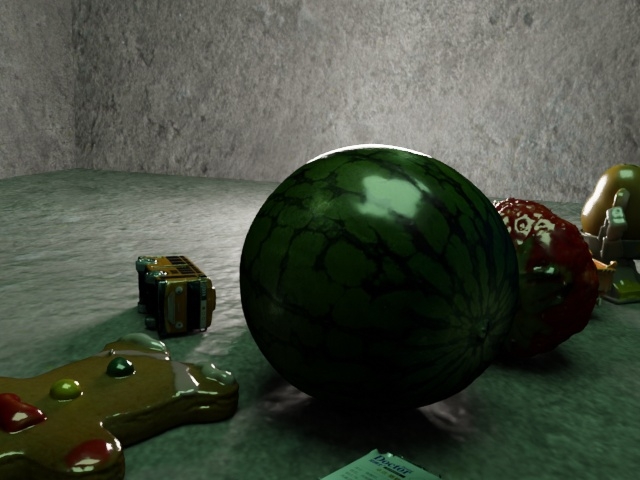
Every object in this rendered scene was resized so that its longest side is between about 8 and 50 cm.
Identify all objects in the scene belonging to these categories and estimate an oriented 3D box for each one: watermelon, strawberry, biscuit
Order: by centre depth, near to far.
[{"bbox_3d":[-0.297,0.190,0.721,0.283,0.064,0.432,12,14,37],"label":"biscuit"},{"bbox_3d":[0.069,0.050,0.830,0.363,0.363,0.363,3,12,-1],"label":"watermelon"},{"bbox_3d":[0.316,0.049,1.063,0.257,0.257,0.277,7,27,21],"label":"strawberry"}]

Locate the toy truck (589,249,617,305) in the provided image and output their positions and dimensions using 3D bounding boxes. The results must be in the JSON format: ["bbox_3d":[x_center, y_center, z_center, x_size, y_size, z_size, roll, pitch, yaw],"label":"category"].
[{"bbox_3d":[0.413,0.075,1.254,0.270,0.135,0.114,1,12,-9],"label":"toy truck"}]

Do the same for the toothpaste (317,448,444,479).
[{"bbox_3d":[0.133,0.254,0.495,0.312,0.071,0.089,14,19,43],"label":"toothpaste"}]

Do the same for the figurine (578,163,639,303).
[{"bbox_3d":[0.653,-0.024,1.427,0.167,0.285,0.342,2,10,6],"label":"figurine"}]

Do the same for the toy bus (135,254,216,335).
[{"bbox_3d":[-0.253,0.090,1.133,0.114,0.098,0.201,-3,12,-24],"label":"toy bus"}]
